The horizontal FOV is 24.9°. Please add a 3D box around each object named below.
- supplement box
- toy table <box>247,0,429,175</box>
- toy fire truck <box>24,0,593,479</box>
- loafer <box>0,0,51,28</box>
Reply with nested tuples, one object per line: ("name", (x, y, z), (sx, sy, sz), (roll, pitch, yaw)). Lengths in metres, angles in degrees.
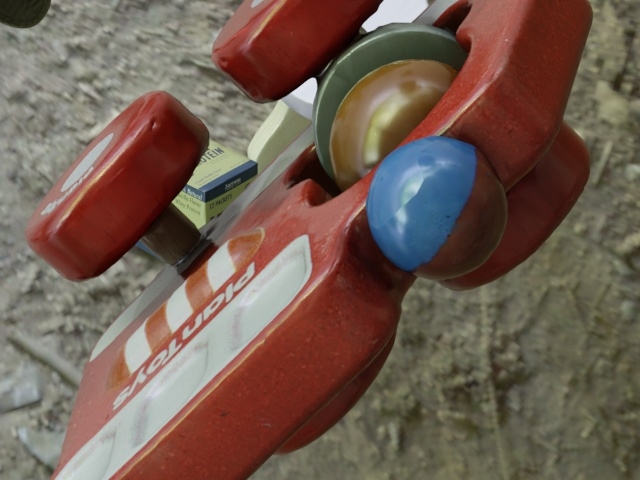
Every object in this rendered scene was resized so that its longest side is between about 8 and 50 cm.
("supplement box", (-0.093, -0.026, 1.079), (0.056, 0.083, 0.083), (-32, 136, -38))
("toy table", (0.030, -0.165, 1.457), (0.252, 0.274, 0.161), (-14, 138, 6))
("toy fire truck", (0.000, 0.000, 0.623), (0.302, 0.254, 0.169), (-43, 107, 12))
("loafer", (-0.270, -0.218, 1.115), (0.056, 0.050, 0.148), (-49, 126, 5))
